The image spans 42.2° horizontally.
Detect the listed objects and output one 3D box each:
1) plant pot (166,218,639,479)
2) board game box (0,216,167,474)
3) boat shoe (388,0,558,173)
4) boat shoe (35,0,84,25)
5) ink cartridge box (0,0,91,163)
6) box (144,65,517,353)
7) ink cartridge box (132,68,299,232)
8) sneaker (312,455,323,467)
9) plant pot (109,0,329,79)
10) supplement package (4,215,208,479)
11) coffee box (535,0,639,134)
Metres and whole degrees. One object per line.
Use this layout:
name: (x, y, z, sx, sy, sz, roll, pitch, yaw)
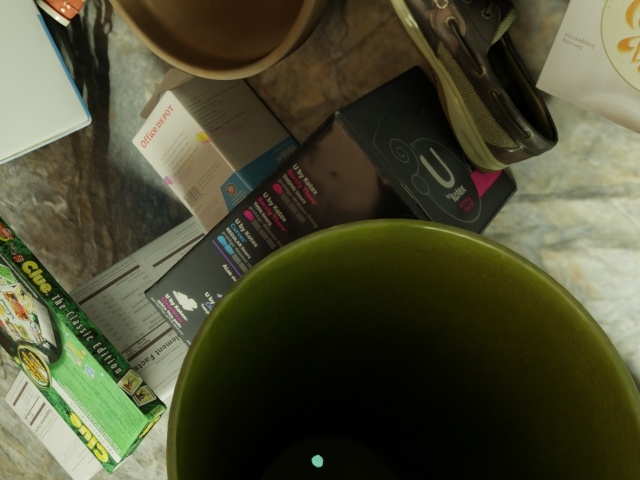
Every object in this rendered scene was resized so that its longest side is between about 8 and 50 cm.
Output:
plant pot: (0.033, 0.174, 0.578, 0.275, 0.275, 0.293, 39, 154, 10)
board game box: (-0.264, 0.103, 0.818, 0.259, 0.030, 0.136, 47, 133, 8)
boat shoe: (0.112, -0.155, 0.612, 0.073, 0.080, 0.223, -13, 115, 36)
boat shoe: (-0.295, -0.277, 0.863, 0.137, 0.049, 0.043, 43, 98, 21)
ink cartridge box: (-0.414, -0.187, 0.916, 0.307, 0.129, 0.223, -3, 117, 51)
box: (0.006, 0.002, 0.708, 0.143, 0.165, 0.270, 50, 127, -1)
ink cartridge box: (-0.103, -0.096, 0.804, 0.143, 0.090, 0.092, 51, 135, -1)
sneaker: (-0.076, 0.300, 1.037, 0.107, 0.110, 0.275, 43, 136, 5)
plant pot: (-0.072, -0.257, 0.657, 0.237, 0.110, 0.237, 19, 128, 26)
supplement package: (-0.211, 0.130, 0.957, 0.145, 0.204, 0.262, 48, 135, 4)
coffee box: (0.277, -0.115, 0.491, 0.246, 0.098, 0.141, 30, 133, 18)
